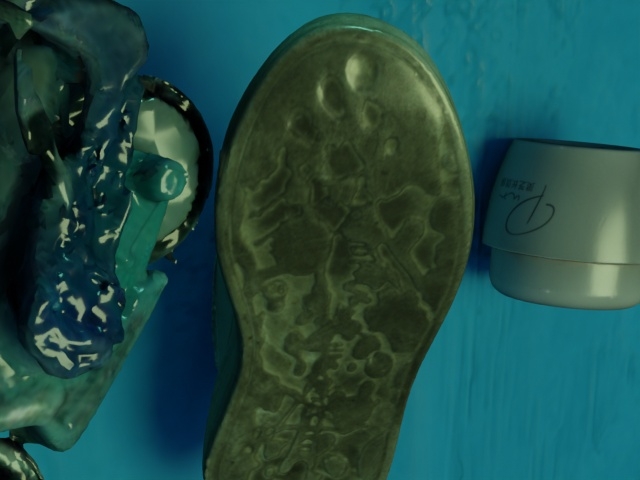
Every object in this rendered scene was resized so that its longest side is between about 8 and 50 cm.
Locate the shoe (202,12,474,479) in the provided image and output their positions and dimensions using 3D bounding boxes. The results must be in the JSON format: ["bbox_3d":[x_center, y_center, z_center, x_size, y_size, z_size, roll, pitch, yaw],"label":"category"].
[{"bbox_3d":[0.000,0.000,0.797,0.124,0.159,0.316,8,126,-6],"label":"shoe"}]

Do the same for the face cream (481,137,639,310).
[{"bbox_3d":[0.165,-0.012,0.991,0.117,0.117,0.104,-3,100,-45],"label":"face cream"}]

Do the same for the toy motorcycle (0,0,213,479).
[{"bbox_3d":[-0.159,0.014,0.644,0.206,0.154,0.260,35,76,-36],"label":"toy motorcycle"}]
